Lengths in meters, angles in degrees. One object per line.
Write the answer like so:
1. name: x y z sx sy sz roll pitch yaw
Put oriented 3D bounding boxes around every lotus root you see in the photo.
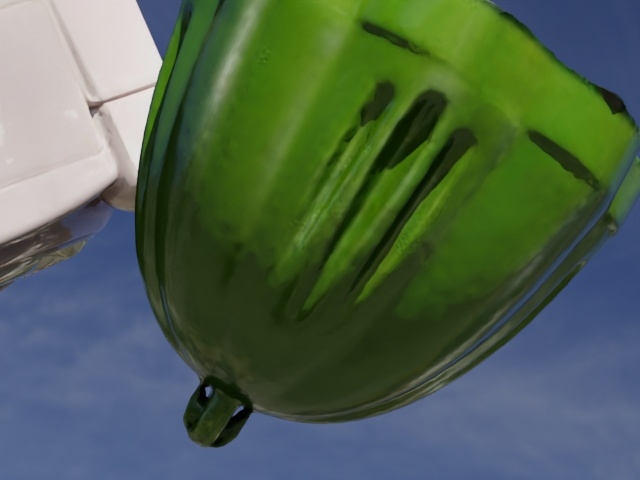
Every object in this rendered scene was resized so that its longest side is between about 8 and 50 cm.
1. lotus root: 0.000 0.000 0.545 0.186 0.186 0.186 6 -35 4

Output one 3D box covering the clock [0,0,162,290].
1. clock: -0.275 -0.018 0.884 0.342 0.184 0.326 -18 -6 -38
